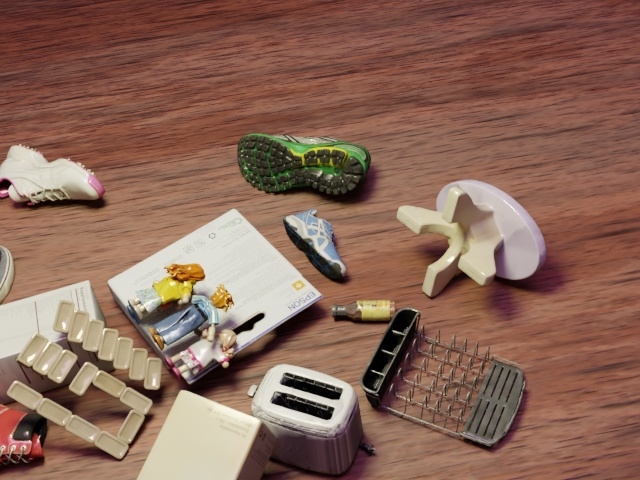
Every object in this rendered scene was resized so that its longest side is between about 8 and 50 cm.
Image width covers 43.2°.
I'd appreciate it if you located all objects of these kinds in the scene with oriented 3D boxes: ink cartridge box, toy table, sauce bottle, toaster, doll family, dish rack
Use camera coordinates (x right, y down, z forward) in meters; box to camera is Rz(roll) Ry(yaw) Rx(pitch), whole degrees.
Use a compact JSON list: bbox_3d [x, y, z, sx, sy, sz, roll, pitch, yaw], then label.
[{"bbox_3d":[-0.216,0.116,1.657,0.324,0.071,0.330,-31,54,-22],"label":"ink cartridge box"},{"bbox_3d":[0.296,-0.009,1.626,0.160,0.252,0.274,-19,32,-35],"label":"toy table"},{"bbox_3d":[0.087,0.141,1.621,0.128,0.042,0.042,-1,46,2],"label":"sauce bottle"},{"bbox_3d":[-0.017,0.309,1.394,0.226,0.147,0.129,14,50,18],"label":"toaster"},{"bbox_3d":[-0.254,0.128,1.523,0.163,0.118,0.263,-30,52,-21],"label":"doll family"},{"bbox_3d":[0.230,0.252,1.477,0.271,0.074,0.208,17,51,21],"label":"dish rack"}]

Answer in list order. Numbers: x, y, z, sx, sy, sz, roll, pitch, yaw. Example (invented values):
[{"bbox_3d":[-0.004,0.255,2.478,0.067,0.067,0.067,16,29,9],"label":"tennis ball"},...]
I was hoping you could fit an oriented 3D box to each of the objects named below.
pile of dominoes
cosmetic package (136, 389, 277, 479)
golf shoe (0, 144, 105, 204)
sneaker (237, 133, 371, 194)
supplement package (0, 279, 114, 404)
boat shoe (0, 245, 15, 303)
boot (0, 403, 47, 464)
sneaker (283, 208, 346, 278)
[{"bbox_3d":[-0.421,0.250,1.469,0.251,0.040,0.196,35,65,-13],"label":"pile of dominoes"},{"bbox_3d":[-0.208,0.415,1.276,0.160,0.113,0.310,15,65,20],"label":"cosmetic package"},{"bbox_3d":[-0.649,-0.129,1.921,0.306,0.115,0.140,15,59,28],"label":"golf shoe"},{"bbox_3d":[-0.043,-0.185,1.915,0.343,0.134,0.146,12,23,21],"label":"sneaker"},{"bbox_3d":[-0.539,0.199,1.559,0.243,0.134,0.139,-16,47,-10],"label":"supplement package"},{"bbox_3d":[-0.752,0.101,1.657,0.127,0.158,0.341,5,47,10],"label":"boat shoe"},{"bbox_3d":[-0.591,0.393,1.412,0.176,0.088,0.244,11,44,13],"label":"boot"},{"bbox_3d":[0.000,0.000,1.740,0.081,0.080,0.211,-28,51,-16],"label":"sneaker"}]
